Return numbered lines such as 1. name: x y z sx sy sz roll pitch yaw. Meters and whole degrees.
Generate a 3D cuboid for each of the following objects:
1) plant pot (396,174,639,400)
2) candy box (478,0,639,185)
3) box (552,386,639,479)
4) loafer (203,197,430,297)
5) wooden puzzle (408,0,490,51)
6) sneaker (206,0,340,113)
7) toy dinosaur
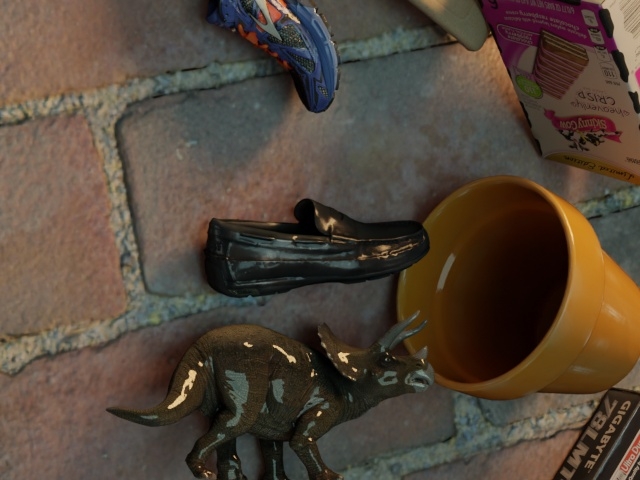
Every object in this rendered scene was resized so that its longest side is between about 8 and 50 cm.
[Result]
1. plant pot: 0.208 0.063 1.775 0.188 0.205 0.205 23 82 -44
2. candy box: 0.251 -0.164 1.755 0.071 0.159 0.233 -47 131 -22
3. box: 0.334 0.351 1.923 0.293 0.073 0.295 42 73 -25
4. loafer: 0.000 0.000 1.710 0.223 0.076 0.078 -8 105 -25
5. wooden puzzle: 0.094 -0.397 1.743 0.348 0.080 0.322 36 76 -31
6. sneaker: -0.058 -0.206 1.675 0.087 0.083 0.221 -34 103 -9
7. toy dinosaur: -0.057 0.139 1.685 0.313 0.121 0.160 6 78 -25
